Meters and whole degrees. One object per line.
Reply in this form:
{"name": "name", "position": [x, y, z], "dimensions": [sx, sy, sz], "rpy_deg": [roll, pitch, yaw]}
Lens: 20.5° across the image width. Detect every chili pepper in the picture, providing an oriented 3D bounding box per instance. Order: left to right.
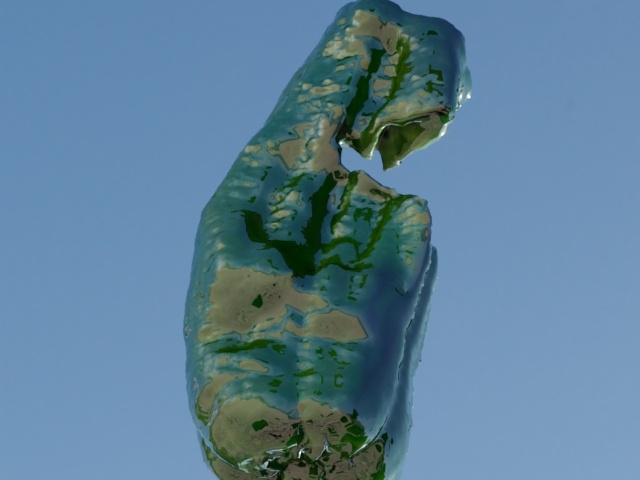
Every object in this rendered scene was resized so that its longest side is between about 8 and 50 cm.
{"name": "chili pepper", "position": [0.002, 0.000, 0.717], "dimensions": [0.099, 0.253, 0.083], "rpy_deg": [2, -40, 14]}
